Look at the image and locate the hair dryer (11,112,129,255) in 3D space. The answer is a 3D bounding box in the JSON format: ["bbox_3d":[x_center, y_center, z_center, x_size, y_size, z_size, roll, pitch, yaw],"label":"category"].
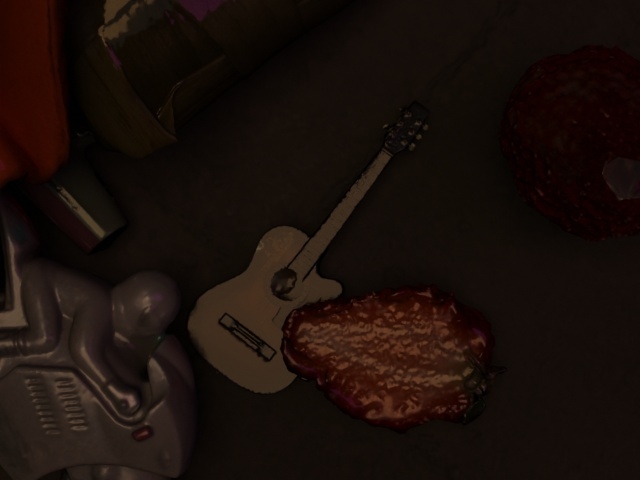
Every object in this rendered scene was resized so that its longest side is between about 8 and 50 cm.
[{"bbox_3d":[-0.142,-0.077,0.677,0.154,0.054,0.106,-44,90,-2],"label":"hair dryer"}]

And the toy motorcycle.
[{"bbox_3d":[-0.164,0.077,0.643,0.171,0.110,0.260,-37,89,2],"label":"toy motorcycle"}]

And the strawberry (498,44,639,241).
[{"bbox_3d":[0.174,-0.061,0.593,0.131,0.148,0.131,0,87,5],"label":"strawberry"}]

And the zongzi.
[{"bbox_3d":[-0.107,-0.211,0.609,0.228,0.115,0.256,-38,103,-13],"label":"zongzi"}]

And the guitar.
[{"bbox_3d":[0.000,0.000,0.670,0.088,0.025,0.233,37,91,4],"label":"guitar"}]

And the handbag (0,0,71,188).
[{"bbox_3d":[-0.312,-0.209,0.553,0.410,0.303,0.116,38,49,16],"label":"handbag"}]

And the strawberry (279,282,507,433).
[{"bbox_3d":[0.049,0.073,0.649,0.152,0.048,0.103,16,99,0],"label":"strawberry"}]
